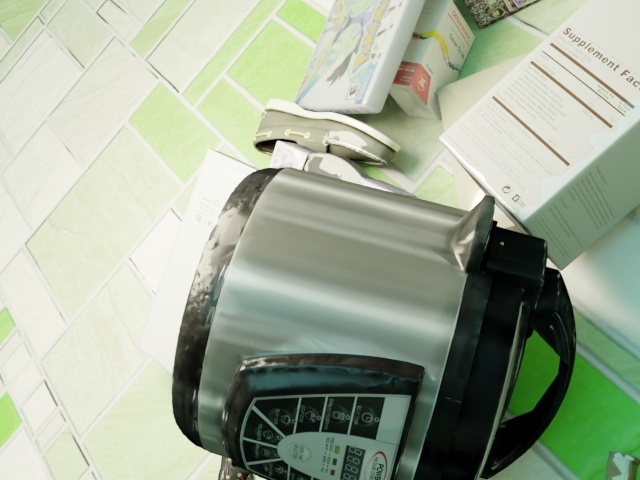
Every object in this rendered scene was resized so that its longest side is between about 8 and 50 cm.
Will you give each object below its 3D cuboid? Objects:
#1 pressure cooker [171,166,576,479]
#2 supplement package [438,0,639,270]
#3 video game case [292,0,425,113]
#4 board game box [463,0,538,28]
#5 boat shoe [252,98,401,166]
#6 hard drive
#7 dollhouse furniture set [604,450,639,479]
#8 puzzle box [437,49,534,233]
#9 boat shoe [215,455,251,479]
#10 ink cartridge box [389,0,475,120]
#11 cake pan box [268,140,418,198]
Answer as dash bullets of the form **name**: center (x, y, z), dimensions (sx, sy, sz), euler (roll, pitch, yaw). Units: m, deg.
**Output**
- **pressure cooker**: center (0.079, 0.119, 0.906), dimensions (0.421, 0.370, 0.375), euler (15, 82, 8)
- **supplement package**: center (0.333, -0.141, 0.947), dimensions (0.293, 0.177, 0.175), euler (-42, 53, 9)
- **video game case**: center (0.077, -0.363, 1.253), dimensions (0.300, 0.036, 0.329), euler (19, 88, 65)
- **board game box**: center (0.335, -0.519, 1.202), dimensions (0.291, 0.141, 0.232), euler (-22, 59, 23)
- **boat shoe**: center (0.002, -0.162, 1.277), dimensions (0.305, 0.109, 0.091), euler (22, 82, 43)
- **hard drive**: center (-0.151, 0.057, 1.199), dimensions (0.233, 0.047, 0.353), euler (26, 99, 36)
- **dollhouse furniture set**: center (0.337, 0.322, 0.814), dimensions (0.101, 0.161, 0.181), euler (6, 73, 34)
- **puzzle box**: center (0.379, -0.167, 1.074), dimensions (0.409, 0.052, 0.272), euler (-18, 60, 25)
- **boat shoe**: center (-0.130, 0.356, 1.163), dimensions (0.042, 0.049, 0.133), euler (-21, 55, 32)
- **ink cartridge box**: center (0.180, -0.309, 1.221), dimensions (0.067, 0.115, 0.198), euler (17, 80, 36)
- **cake pan box**: center (0.000, 0.000, 1.174), dimensions (0.246, 0.070, 0.266), euler (29, 106, 32)
